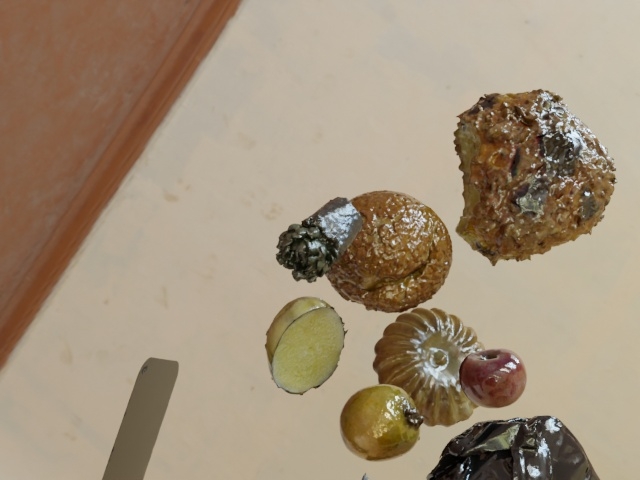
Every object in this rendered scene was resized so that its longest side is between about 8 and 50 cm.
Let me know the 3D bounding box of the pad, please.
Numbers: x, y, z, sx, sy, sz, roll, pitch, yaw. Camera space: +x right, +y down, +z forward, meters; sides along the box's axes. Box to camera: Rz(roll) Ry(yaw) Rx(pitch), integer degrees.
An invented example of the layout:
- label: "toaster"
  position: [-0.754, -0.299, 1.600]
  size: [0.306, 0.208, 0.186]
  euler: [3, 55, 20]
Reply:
- label: "pad"
  position: [-0.386, 0.411, 1.372]
  size: [0.315, 0.063, 0.376]
  euler: [66, 40, -75]

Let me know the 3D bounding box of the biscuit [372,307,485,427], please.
- label: "biscuit"
  position: [0.301, 0.324, 1.818]
  size: [0.326, 0.325, 0.107]
  euler: [-52, 174, -28]

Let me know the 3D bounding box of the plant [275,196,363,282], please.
- label: "plant"
  position: [0.000, 0.000, 1.041]
  size: [0.143, 0.094, 0.092]
  euler: [-39, -171, -29]

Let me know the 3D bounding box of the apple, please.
- label: "apple"
  position: [0.389, 0.311, 1.555]
  size: [0.153, 0.120, 0.153]
  euler: [-15, -173, 2]

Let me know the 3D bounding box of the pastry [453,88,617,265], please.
- label: "pastry"
  position: [0.479, -0.149, 1.563]
  size: [0.292, 0.337, 0.405]
  euler: [70, 20, -77]

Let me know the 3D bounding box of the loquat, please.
- label: "loquat"
  position: [0.109, 0.332, 1.253]
  size: [0.163, 0.163, 0.137]
  euler: [118, -24, -44]

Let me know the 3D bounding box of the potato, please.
- label: "potato"
  position: [-0.036, 0.182, 1.252]
  size: [0.164, 0.081, 0.200]
  euler: [-21, 132, -25]

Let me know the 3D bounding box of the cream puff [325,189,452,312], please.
- label: "cream puff"
  position: [0.135, 0.040, 1.459]
  size: [0.303, 0.303, 0.212]
  euler: [117, -14, -49]

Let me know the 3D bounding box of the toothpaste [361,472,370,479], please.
- label: "toothpaste"
  position: [0.136, 0.547, 1.298]
  size: [0.046, 0.248, 0.078]
  euler: [-22, -156, 29]

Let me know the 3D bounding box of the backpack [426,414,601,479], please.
- label: "backpack"
  position: [0.244, 0.474, 0.976]
  size: [0.445, 0.363, 0.255]
  euler: [-32, 178, -22]
